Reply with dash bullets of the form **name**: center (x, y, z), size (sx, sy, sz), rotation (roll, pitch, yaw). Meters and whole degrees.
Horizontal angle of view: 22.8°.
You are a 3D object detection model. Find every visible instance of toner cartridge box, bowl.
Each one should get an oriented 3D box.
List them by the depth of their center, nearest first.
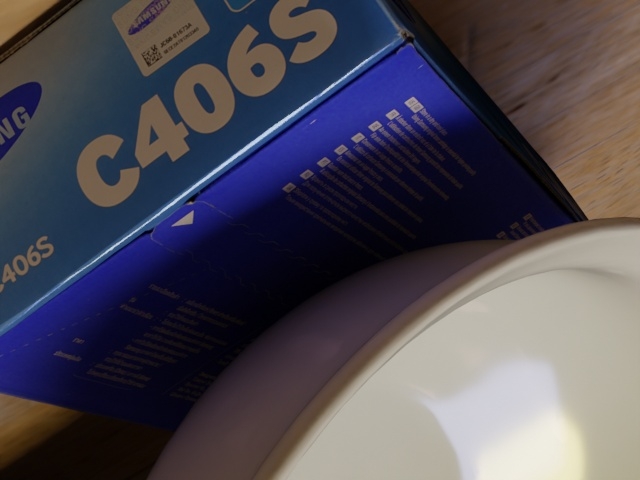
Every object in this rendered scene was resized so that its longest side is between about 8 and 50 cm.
- **bowl**: center (0.034, 0.124, 0.541), size (0.298, 0.134, 0.298), rotation (-12, 110, -36)
- **toner cartridge box**: center (0.000, 0.000, 0.594), size (0.165, 0.075, 0.348), rotation (-36, 158, 9)
